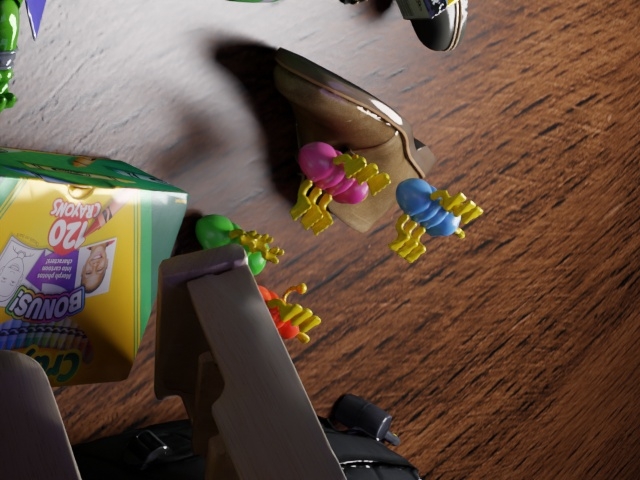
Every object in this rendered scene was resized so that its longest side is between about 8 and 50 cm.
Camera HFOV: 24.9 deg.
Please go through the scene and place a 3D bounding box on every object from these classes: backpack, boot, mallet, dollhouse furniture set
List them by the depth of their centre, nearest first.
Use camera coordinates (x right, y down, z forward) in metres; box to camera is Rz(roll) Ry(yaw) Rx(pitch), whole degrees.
[{"bbox_3d":[-0.203,0.189,1.025,0.394,0.256,0.362,-13,144,-18],"label":"dollhouse furniture set"},{"bbox_3d":[0.061,-0.237,1.369,0.137,0.077,0.198,-44,132,-26],"label":"boot"},{"bbox_3d":[-0.047,0.272,1.373,0.355,0.290,0.273,-29,130,-61],"label":"backpack"},{"bbox_3d":[0.020,-0.086,1.377,0.115,0.112,0.305,-53,153,-1],"label":"boot"},{"bbox_3d":[0.061,0.223,1.755,0.039,0.062,0.189,-60,166,-7],"label":"mallet"}]

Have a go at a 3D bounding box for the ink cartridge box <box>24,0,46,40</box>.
[{"bbox_3d":[-0.165,-0.264,0.875,0.208,0.045,0.206,82,7,-46],"label":"ink cartridge box"}]

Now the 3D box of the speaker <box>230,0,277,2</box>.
[{"bbox_3d":[0.045,-0.272,1.156,0.296,0.131,0.131,-17,129,-26],"label":"speaker"}]

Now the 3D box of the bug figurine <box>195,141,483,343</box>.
[{"bbox_3d":[0.000,0.000,1.350,0.279,0.072,0.216,-33,140,16],"label":"bug figurine"}]

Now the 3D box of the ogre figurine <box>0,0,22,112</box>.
[{"bbox_3d":[-0.240,-0.159,0.874,0.197,0.097,0.118,29,88,-33],"label":"ogre figurine"}]

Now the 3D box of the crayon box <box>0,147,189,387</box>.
[{"bbox_3d":[-0.227,0.021,1.055,0.278,0.081,0.165,2,110,-60],"label":"crayon box"}]

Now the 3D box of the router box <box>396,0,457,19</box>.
[{"bbox_3d":[0.098,-0.307,1.292,0.133,0.046,0.179,-38,115,-24],"label":"router box"}]
